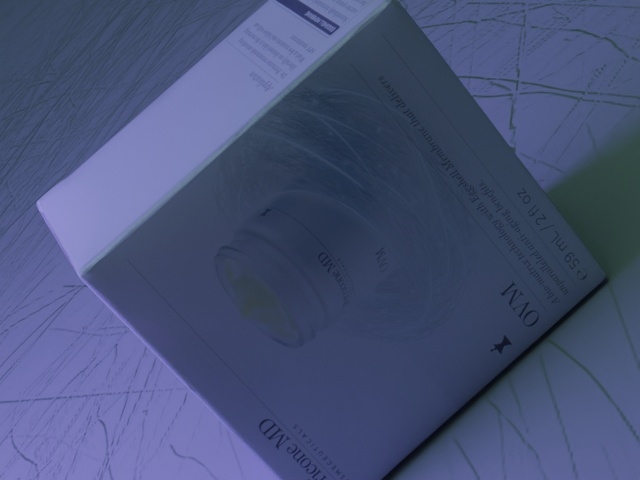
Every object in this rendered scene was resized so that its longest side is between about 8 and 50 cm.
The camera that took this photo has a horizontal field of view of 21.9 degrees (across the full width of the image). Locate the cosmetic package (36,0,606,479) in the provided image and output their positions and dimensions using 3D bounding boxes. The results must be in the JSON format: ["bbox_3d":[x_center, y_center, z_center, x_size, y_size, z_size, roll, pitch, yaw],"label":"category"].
[{"bbox_3d":[0.000,0.000,0.956,0.225,0.224,0.138,-42,27,-1],"label":"cosmetic package"}]
